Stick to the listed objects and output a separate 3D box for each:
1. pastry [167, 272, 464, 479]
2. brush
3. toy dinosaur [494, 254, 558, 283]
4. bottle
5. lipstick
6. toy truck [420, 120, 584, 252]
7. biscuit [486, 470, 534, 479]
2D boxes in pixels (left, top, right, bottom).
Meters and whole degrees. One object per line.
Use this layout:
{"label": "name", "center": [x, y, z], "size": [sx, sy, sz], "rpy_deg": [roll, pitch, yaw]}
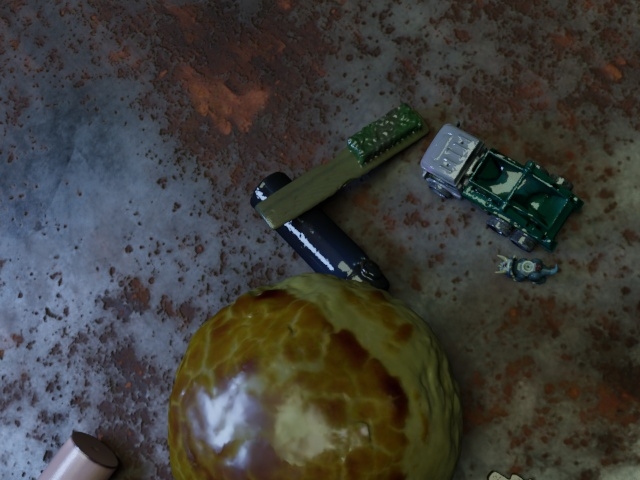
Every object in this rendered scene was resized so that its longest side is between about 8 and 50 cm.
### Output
{"label": "pastry", "center": [-0.018, 0.229, 1.108], "size": [0.389, 0.312, 0.388], "rpy_deg": [-3, 79, 17]}
{"label": "brush", "center": [0.033, -0.110, 1.273], "size": [0.282, 0.048, 0.054], "rpy_deg": [-34, 63, -11]}
{"label": "toy dinosaur", "center": [0.281, 0.039, 1.202], "size": [0.083, 0.047, 0.030], "rpy_deg": [7, 78, 20]}
{"label": "bottle", "center": [0.000, 0.000, 1.285], "size": [0.244, 0.072, 0.082], "rpy_deg": [46, 135, 20]}
{"label": "lipstick", "center": [-0.433, 0.441, 1.315], "size": [0.087, 0.087, 0.327], "rpy_deg": [37, 90, 21]}
{"label": "toy truck", "center": [0.242, -0.080, 1.204], "size": [0.216, 0.116, 0.110], "rpy_deg": [33, 89, 21]}
{"label": "biscuit", "center": [0.258, 0.339, 1.158], "size": [0.092, 0.016, 0.082], "rpy_deg": [-16, 68, 12]}
